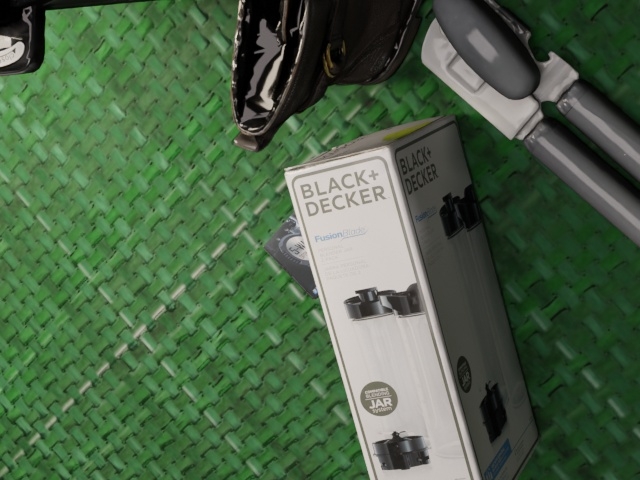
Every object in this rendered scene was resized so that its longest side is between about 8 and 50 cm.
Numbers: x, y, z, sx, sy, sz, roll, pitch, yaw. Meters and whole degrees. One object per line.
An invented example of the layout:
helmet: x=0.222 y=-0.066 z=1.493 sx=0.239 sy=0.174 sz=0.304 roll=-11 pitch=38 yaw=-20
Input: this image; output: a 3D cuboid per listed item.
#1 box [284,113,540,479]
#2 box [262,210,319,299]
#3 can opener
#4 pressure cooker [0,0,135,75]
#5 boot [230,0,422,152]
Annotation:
box: x=0.079 y=0.058 z=0.944 sx=0.087 sy=0.169 sz=0.290 roll=-12 pitch=97 yaw=26
box: x=0.000 y=0.000 z=1.047 sx=0.067 sy=0.018 sz=0.083 roll=47 pitch=117 yaw=6
can opener: x=0.185 y=-0.081 z=0.910 sx=0.280 sy=0.093 sz=0.074 roll=41 pitch=115 yaw=4
pressure cooker: x=-0.205 y=-0.333 z=0.828 sx=0.370 sy=0.420 sz=0.375 roll=49 pitch=116 yaw=7
boot: x=0.019 y=-0.203 z=0.868 sx=0.091 sy=0.229 sz=0.263 roll=18 pitch=110 yaw=19
